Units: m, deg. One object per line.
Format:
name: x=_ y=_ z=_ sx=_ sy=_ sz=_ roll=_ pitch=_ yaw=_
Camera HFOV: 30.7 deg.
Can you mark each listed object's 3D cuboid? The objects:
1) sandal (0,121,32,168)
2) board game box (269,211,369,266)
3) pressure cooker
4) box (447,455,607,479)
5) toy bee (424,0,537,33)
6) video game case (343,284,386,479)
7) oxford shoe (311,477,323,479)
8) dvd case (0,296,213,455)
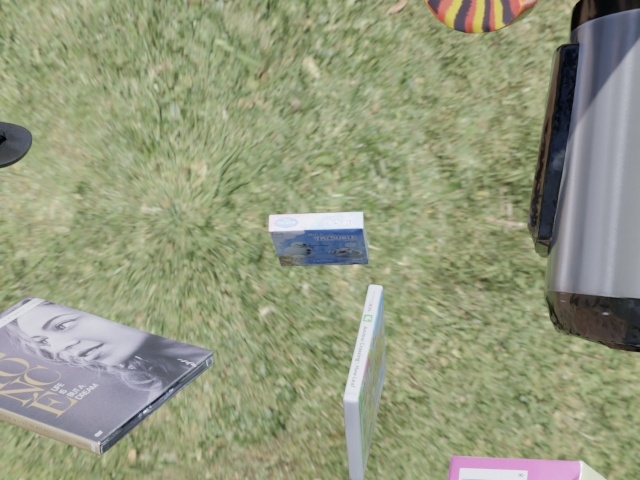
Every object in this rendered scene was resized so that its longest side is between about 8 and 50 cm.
sandal: x=-0.410 y=-0.121 z=1.304 sx=0.179 sy=0.040 sz=0.067 roll=6 pitch=50 yaw=-24
board game box: x=0.000 y=0.000 z=1.142 sx=0.090 sy=0.090 sz=0.020 roll=-2 pitch=65 yaw=6
pressure cooker: x=0.396 y=-0.101 z=1.034 sx=0.376 sy=0.370 sz=0.420 roll=6 pitch=90 yaw=-21
box: x=0.196 y=0.316 z=0.985 sx=0.117 sy=0.243 sz=0.213 roll=-4 pitch=64 yaw=32
toy bee: x=0.105 y=-0.340 z=1.306 sx=0.195 sy=0.162 sz=0.298 roll=0 pitch=63 yaw=-47
video game case: x=0.064 y=0.200 z=1.620 sx=0.023 sy=0.212 sz=0.193 roll=6 pitch=50 yaw=10
oxford shoe: x=0.049 y=0.482 z=1.454 sx=0.147 sy=0.140 sz=0.396 roll=-1 pitch=53 yaw=-10
dvd case: x=-0.231 y=0.113 z=1.041 sx=0.221 sy=0.164 sz=0.018 roll=13 pitch=119 yaw=27
